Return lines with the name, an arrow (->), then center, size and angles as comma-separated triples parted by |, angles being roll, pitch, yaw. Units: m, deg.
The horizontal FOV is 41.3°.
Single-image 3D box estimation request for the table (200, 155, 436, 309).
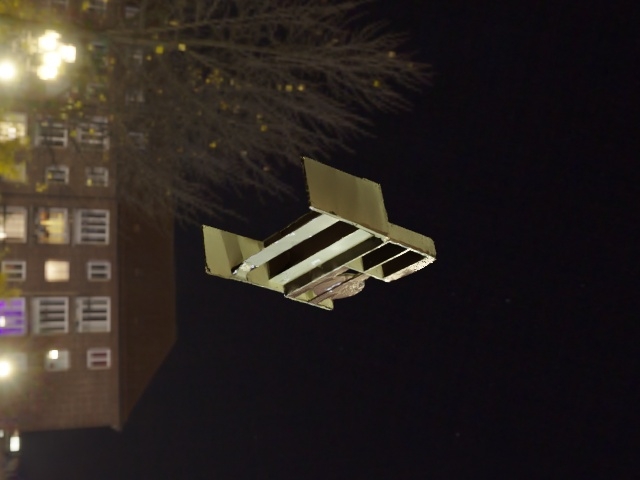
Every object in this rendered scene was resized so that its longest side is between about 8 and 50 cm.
table -> 0.000, 0.000, 0.823 | 0.146, 0.175, 0.062 | -30, -123, 36
